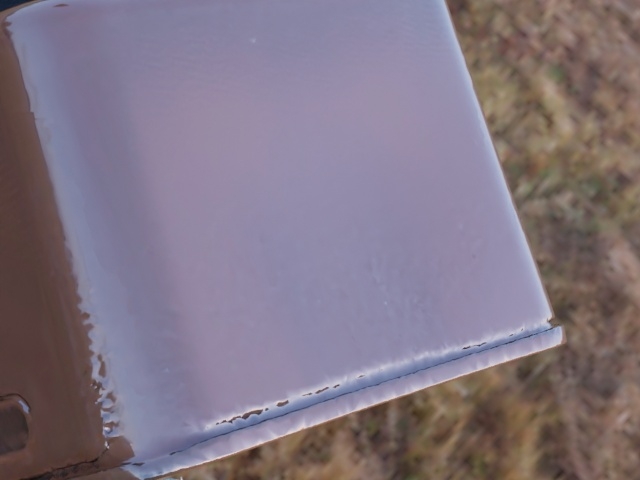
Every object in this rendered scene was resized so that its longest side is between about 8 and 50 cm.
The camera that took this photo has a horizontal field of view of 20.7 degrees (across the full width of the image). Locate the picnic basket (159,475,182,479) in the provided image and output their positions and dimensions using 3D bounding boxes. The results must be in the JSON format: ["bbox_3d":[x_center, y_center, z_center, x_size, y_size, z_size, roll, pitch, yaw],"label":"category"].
[{"bbox_3d":[-0.174,0.293,1.998,0.065,0.083,0.083,7,33,36],"label":"picnic basket"}]

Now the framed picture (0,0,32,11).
[{"bbox_3d":[-0.266,-0.136,1.203,0.323,0.013,0.244,16,30,40],"label":"framed picture"}]

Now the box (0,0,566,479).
[{"bbox_3d":[-0.068,-0.003,0.944,0.339,0.239,0.229,-14,88,-47],"label":"box"}]
